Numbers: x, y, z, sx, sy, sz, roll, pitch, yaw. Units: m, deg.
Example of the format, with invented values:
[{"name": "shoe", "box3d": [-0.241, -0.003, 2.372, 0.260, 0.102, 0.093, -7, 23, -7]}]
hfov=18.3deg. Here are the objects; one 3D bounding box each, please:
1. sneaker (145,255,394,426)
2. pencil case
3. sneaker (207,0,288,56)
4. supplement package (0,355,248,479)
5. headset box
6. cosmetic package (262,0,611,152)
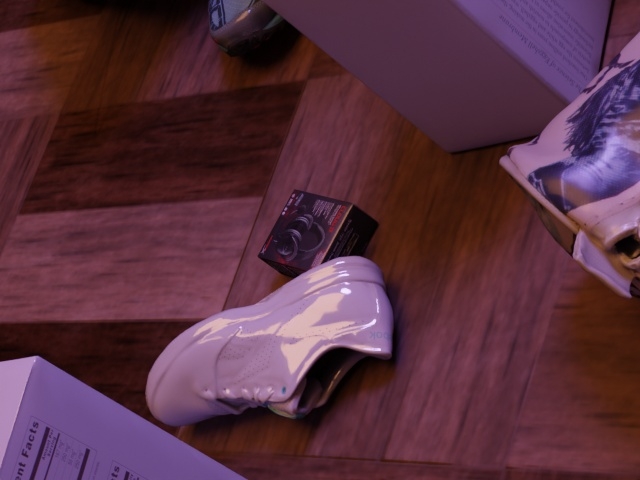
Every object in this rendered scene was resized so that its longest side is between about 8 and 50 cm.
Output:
[{"name": "sneaker", "box3d": [-0.039, 0.097, 1.443, 0.212, 0.080, 0.094, -32, 54, 24]}, {"name": "pencil case", "box3d": [0.300, -0.125, 1.179, 0.410, 0.160, 0.183, -44, 22, 12]}, {"name": "sneaker", "box3d": [-0.080, -0.276, 1.724, 0.104, 0.125, 0.262, -25, 46, 33]}, {"name": "supplement package", "box3d": [-0.166, 0.194, 1.355, 0.139, 0.244, 0.133, -10, 55, 41]}, {"name": "headset box", "box3d": [0.000, 0.000, 1.504, 0.083, 0.032, 0.062, 16, 74, 52]}, {"name": "cosmetic package", "box3d": [0.096, -0.218, 1.414, 0.138, 0.224, 0.224, -12, 54, 41]}]
